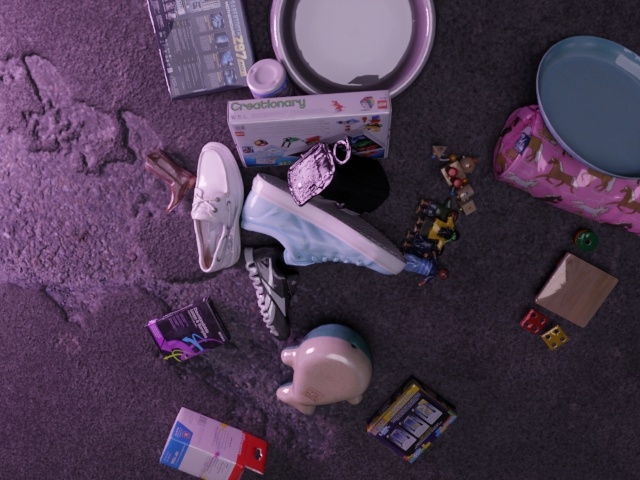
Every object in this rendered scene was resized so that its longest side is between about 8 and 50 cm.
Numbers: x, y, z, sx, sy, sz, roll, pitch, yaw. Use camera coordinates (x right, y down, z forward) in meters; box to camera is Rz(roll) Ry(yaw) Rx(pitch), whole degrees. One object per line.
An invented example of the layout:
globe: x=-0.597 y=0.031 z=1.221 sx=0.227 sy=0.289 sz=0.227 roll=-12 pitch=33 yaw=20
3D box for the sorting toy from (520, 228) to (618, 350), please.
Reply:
sorting toy: x=0.557 y=0.112 z=1.545 sx=0.132 sy=0.046 sz=0.275 roll=27 pitch=106 yaw=-8

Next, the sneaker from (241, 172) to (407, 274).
sneaker: x=0.000 y=0.000 z=1.477 sx=0.365 sy=0.135 sz=0.150 roll=29 pitch=107 yaw=2

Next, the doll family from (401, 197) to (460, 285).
doll family: x=0.244 y=0.005 z=1.503 sx=0.111 sy=0.076 sz=0.193 roll=17 pitch=113 yaw=-10

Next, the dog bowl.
dog bowl: x=0.064 y=-0.416 z=1.347 sx=0.348 sy=0.102 sz=0.349 roll=0 pitch=108 yaw=0

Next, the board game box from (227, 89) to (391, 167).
board game box: x=-0.017 y=-0.216 z=1.373 sx=0.305 sy=0.193 sz=0.053 roll=-4 pitch=70 yaw=1

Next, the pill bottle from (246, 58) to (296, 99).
pill bottle: x=-0.089 y=-0.286 z=1.370 sx=0.078 sy=0.137 sz=0.078 roll=-5 pitch=66 yaw=11

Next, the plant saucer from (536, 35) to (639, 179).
plant saucer: x=0.548 y=-0.251 z=1.338 sx=0.317 sy=0.044 sz=0.318 roll=7 pitch=65 yaw=-14

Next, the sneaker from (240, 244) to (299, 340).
sneaker: x=-0.091 y=0.113 z=1.537 sx=0.106 sy=0.078 sz=0.234 roll=-16 pitch=106 yaw=8

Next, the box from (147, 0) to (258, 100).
box: x=-0.229 y=-0.408 z=1.374 sx=0.183 sy=0.059 sz=0.233 roll=-10 pitch=107 yaw=4

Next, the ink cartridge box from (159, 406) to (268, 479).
ink cartridge box: x=-0.246 y=0.497 z=1.637 sx=0.231 sy=0.134 sz=0.078 roll=24 pitch=106 yaw=-7

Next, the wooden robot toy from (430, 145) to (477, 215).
wooden robot toy: x=0.299 y=-0.141 z=1.455 sx=0.079 sy=0.076 sz=0.173 roll=-31 pitch=106 yaw=-1

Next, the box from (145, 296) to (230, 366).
box: x=-0.304 y=0.210 z=1.598 sx=0.162 sy=0.029 sz=0.116 roll=-24 pitch=107 yaw=7

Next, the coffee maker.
coffee maker: x=0.054 y=-0.120 z=1.375 sx=0.171 sy=0.178 sz=0.120 roll=-10 pitch=76 yaw=44

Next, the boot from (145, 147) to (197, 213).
boot: x=-0.336 y=-0.128 z=1.481 sx=0.114 sy=0.037 sz=0.106 roll=36 pitch=92 yaw=-14

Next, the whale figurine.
whale figurine: x=0.008 y=0.293 z=1.587 sx=0.216 sy=0.141 sz=0.272 roll=31 pitch=131 yaw=-9

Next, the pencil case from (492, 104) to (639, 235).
pencil case: x=0.548 y=-0.136 z=1.408 sx=0.385 sy=0.167 sz=0.160 roll=21 pitch=74 yaw=-6

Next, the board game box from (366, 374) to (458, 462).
board game box: x=0.217 y=0.425 z=1.654 sx=0.141 sy=0.048 sz=0.170 roll=38 pitch=105 yaw=-9

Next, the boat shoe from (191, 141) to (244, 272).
boat shoe: x=-0.223 y=-0.063 z=1.457 sx=0.098 sy=0.096 sz=0.277 roll=7 pitch=110 yaw=27
